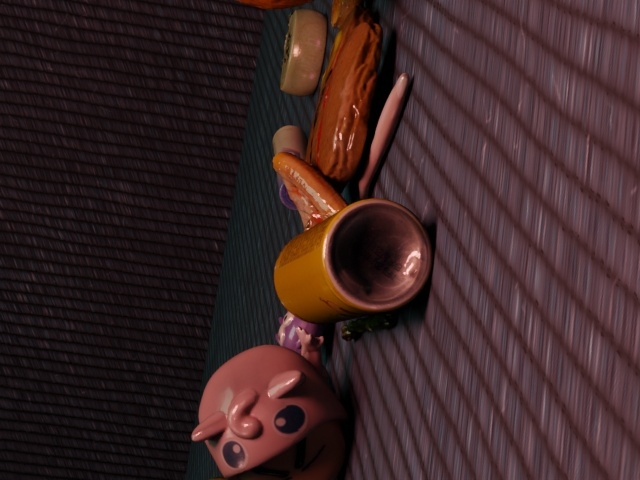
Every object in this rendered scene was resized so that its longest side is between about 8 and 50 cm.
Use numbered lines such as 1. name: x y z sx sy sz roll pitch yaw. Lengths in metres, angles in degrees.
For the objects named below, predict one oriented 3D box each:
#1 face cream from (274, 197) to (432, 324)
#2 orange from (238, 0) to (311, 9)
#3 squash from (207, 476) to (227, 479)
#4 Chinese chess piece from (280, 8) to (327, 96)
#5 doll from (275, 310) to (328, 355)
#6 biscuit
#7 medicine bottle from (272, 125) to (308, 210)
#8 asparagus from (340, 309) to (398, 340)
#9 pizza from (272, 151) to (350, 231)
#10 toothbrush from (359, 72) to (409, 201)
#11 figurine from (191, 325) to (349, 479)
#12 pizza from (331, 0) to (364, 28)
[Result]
1. face cream: 0.017 0.030 1.388 0.348 0.105 0.105 155 123 -77
2. orange: -0.052 -0.438 1.570 0.293 0.340 0.341 -126 45 -72
3. squash: -0.173 0.481 2.267 0.123 0.123 0.187 130 151 -74
4. Chinese chess piece: -0.030 -0.308 2.250 0.144 0.058 0.144 -171 90 -83
5. doll: -0.019 0.103 1.757 0.206 0.067 0.110 -70 -1 -78
6. biscuit: 0.027 -0.181 1.663 0.277 0.052 0.262 136 146 -80
7. medicine bottle: -0.041 -0.115 2.129 0.231 0.059 0.059 -101 21 -67
8. asparagus: 0.048 0.089 1.456 0.023 0.022 0.233 56 167 2
9. pizza: 0.000 0.000 1.608 0.185 0.052 0.195 49 159 35
10. toothbrush: 0.053 -0.083 1.557 0.307 0.029 0.025 109 170 -51
11. figurine: -0.031 0.211 1.551 0.186 0.176 0.287 54 178 12
12. pizza: 0.050 -0.366 1.807 0.134 0.046 0.175 -95 16 -55
